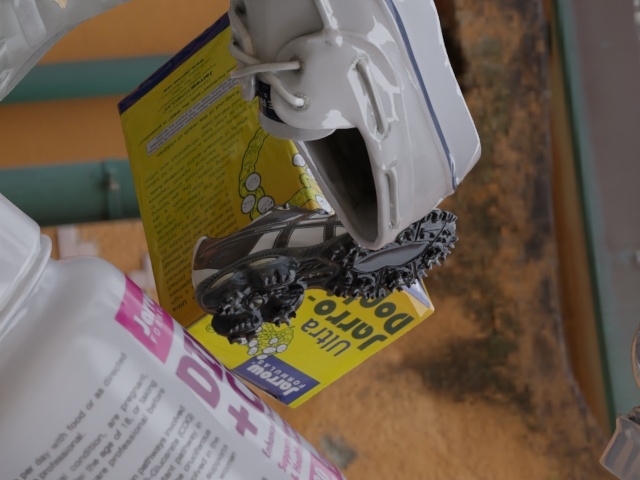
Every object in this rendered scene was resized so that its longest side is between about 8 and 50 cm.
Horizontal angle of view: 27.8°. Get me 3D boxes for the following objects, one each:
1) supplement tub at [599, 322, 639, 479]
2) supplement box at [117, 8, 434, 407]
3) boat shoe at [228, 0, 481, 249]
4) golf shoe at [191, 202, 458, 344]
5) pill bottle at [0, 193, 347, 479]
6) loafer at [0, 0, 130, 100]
[{"bbox_3d":[0.324,0.036,0.728,0.324,0.235,0.235,-61,-170,1],"label":"supplement tub"},{"bbox_3d":[-0.056,-0.041,1.357,0.194,0.195,0.356,35,26,-43],"label":"supplement box"},{"bbox_3d":[0.003,-0.083,0.601,0.095,0.084,0.258,28,-18,42],"label":"boat shoe"},{"bbox_3d":[0.000,0.000,0.935,0.094,0.198,0.077,-120,-159,-45],"label":"golf shoe"},{"bbox_3d":[-0.127,0.111,0.719,0.283,0.160,0.160,45,7,-20],"label":"pill bottle"},{"bbox_3d":[-0.188,-0.136,0.659,0.111,0.319,0.112,40,-25,25],"label":"loafer"}]
